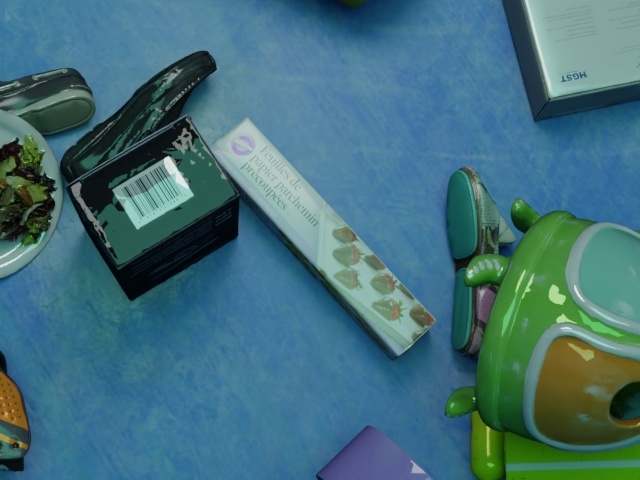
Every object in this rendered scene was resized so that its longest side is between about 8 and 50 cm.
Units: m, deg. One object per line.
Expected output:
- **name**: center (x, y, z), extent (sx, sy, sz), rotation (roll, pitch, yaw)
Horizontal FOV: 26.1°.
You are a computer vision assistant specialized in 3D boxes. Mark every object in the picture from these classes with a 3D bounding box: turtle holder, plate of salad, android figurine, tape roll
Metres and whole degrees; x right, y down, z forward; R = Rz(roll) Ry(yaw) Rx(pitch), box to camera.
- **turtle holder**: center (0.289, 0.098, 1.457), extent (0.228, 0.320, 0.243), rotation (15, 97, 23)
- **plate of salad**: center (-0.380, -0.050, 1.542), extent (0.200, 0.048, 0.199), rotation (-4, 98, -30)
- **android figurine**: center (0.289, 0.224, 1.529), extent (0.248, 0.056, 0.272), rotation (-5, 61, 11)
- **tape roll**: center (0.087, 0.293, 1.475), extent (0.080, 0.189, 0.189), rotation (-42, 84, -11)

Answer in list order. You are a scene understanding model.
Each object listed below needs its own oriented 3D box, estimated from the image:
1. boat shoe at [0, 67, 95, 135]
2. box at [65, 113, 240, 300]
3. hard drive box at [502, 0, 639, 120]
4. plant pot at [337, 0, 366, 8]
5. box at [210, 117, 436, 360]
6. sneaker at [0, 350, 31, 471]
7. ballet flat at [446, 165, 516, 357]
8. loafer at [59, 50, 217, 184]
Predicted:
- **boat shoe**: center (-0.367, -0.151, 1.599), extent (0.206, 0.075, 0.065), rotation (-14, 56, -8)
- **box**: center (-0.178, -0.030, 1.510), extent (0.153, 0.207, 0.108), rotation (-32, 82, -11)
- **hard drive box**: center (0.321, -0.280, 1.659), extent (0.181, 0.089, 0.232), rotation (-11, 79, -6)
- **plant pot**: center (-0.005, -0.424, 1.596), extent (0.275, 0.275, 0.293), rotation (-44, 101, -11)
- **box**: center (0.000, 0.000, 1.590), extent (0.063, 0.067, 0.324), rotation (-42, 85, -11)
- **sneaker**: center (-0.406, 0.246, 1.449), extent (0.180, 0.125, 0.321), rotation (21, 69, -19)
- **ballet flat**: center (0.190, 0.026, 1.603), extent (0.079, 0.077, 0.221), rotation (1, 83, -23)
- **loafer**: center (-0.200, -0.131, 1.600), extent (0.223, 0.076, 0.078), rotation (-43, 93, -8)
